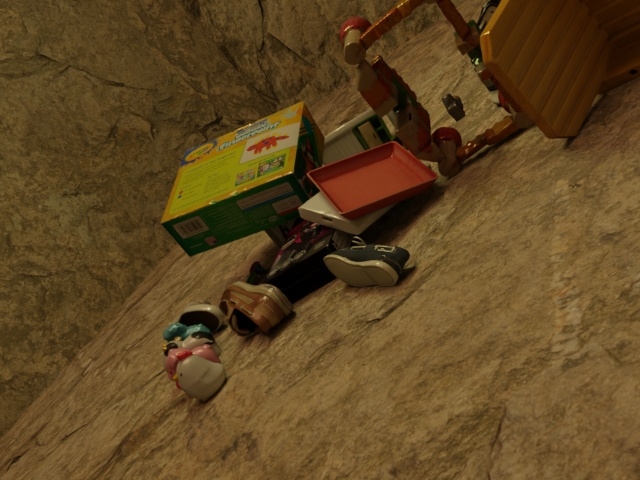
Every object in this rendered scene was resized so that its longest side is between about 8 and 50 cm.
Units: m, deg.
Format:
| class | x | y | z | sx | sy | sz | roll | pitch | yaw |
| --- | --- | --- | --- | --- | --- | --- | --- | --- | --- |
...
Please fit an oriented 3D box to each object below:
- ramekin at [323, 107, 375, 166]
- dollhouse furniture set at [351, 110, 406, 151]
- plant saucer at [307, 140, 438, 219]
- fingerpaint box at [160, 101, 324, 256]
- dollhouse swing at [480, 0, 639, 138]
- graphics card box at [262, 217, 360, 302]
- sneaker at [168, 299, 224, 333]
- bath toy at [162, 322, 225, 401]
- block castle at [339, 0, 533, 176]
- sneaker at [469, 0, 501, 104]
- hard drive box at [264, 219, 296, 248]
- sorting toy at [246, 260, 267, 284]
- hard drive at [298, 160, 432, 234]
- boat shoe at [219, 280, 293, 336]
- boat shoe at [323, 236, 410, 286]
| class | x | y | z | sx | sy | sz | roll | pitch | yaw |
| --- | --- | --- | --- | --- | --- | --- | --- | --- | --- |
| ramekin | 0.105 | -0.339 | 2.363 | 0.273 | 0.127 | 0.273 | -31 | 7 | 4 |
| dollhouse furniture set | 0.100 | -0.262 | 2.031 | 0.301 | 0.151 | 0.197 | -31 | -1 | -9 |
| plant saucer | 0.127 | -0.146 | 1.719 | 0.259 | 0.048 | 0.258 | -21 | 33 | -10 |
| fingerpaint box | -0.221 | -0.185 | 2.075 | 0.445 | 0.163 | 0.371 | -19 | 38 | 20 |
| dollhouse swing | 0.532 | -0.419 | 1.310 | 0.315 | 0.347 | 0.305 | -22 | 33 | 47 |
| graphics card box | 0.000 | 0.000 | 1.847 | 0.233 | 0.094 | 0.371 | -30 | 20 | 29 |
| sneaker | -0.361 | 0.216 | 2.072 | 0.290 | 0.106 | 0.123 | -22 | 27 | 52 |
| bath toy | -0.336 | 0.302 | 1.754 | 0.151 | 0.129 | 0.348 | -42 | 17 | -6 |
| block castle | 0.280 | -0.404 | 1.648 | 0.303 | 0.453 | 0.213 | -34 | 24 | 24 |
| sneaker | 0.555 | -0.543 | 1.717 | 0.447 | 0.257 | 0.169 | -26 | 21 | 41 |
| hard drive box | -0.092 | -0.113 | 2.197 | 0.232 | 0.181 | 0.089 | -46 | 17 | -16 |
| sorting toy | -0.194 | 0.105 | 2.124 | 0.061 | 0.042 | 0.102 | -49 | 21 | 34 |
| hard drive | 0.118 | -0.129 | 1.778 | 0.203 | 0.040 | 0.307 | 18 | 45 | 41 |
| boat shoe | -0.195 | 0.182 | 1.768 | 0.116 | 0.123 | 0.324 | -51 | 17 | -24 |
| boat shoe | 0.097 | 0.044 | 1.504 | 0.079 | 0.095 | 0.254 | -49 | 19 | -22 |
